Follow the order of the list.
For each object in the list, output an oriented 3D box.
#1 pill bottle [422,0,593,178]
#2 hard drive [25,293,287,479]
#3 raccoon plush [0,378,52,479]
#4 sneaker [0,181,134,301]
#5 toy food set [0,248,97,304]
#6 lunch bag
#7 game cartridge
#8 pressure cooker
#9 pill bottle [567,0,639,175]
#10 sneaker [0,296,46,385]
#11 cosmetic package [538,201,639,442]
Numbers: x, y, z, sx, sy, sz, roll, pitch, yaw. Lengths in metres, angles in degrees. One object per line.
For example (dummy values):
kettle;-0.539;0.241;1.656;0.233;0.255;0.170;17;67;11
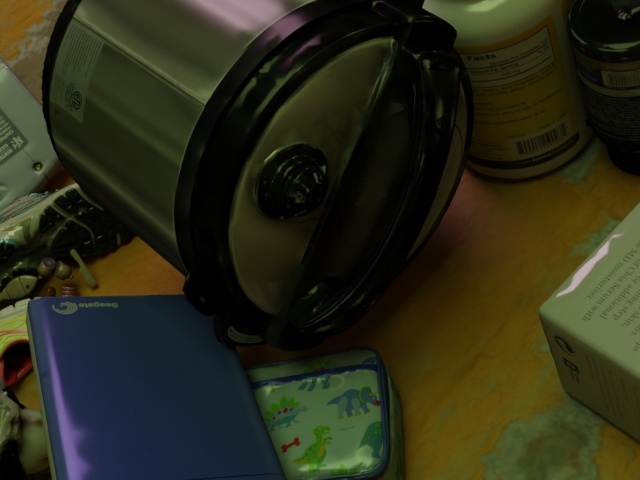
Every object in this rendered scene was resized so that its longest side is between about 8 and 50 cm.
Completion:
pill bottle;0.199;-0.239;1.321;0.188;0.334;0.188;-12;50;14
hard drive;-0.171;0.162;1.169;0.210;0.040;0.318;0;33;-20
raccoon plush;-0.449;0.298;1.203;0.446;0.299;0.216;-33;49;-3
sneaker;-0.359;-0.032;1.557;0.283;0.110;0.122;-25;37;-2
toy food set;-0.354;0.067;1.509;0.122;0.019;0.078;-34;89;1
lunch bag;-0.024;0.205;1.236;0.219;0.090;0.176;-11;46;14
game cartridge;-0.505;-0.096;1.631;0.297;0.062;0.198;-40;92;-10
pressure cooker;-0.048;-0.109;1.235;0.375;0.370;0.420;-37;49;-21
pill bottle;0.347;-0.174;1.283;0.123;0.219;0.122;-12;50;14
sneaker;-0.417;0.146;1.456;0.208;0.081;0.094;-24;50;4
cosmetic package;0.445;0.135;1.036;0.230;0.161;0.453;-43;50;-13
